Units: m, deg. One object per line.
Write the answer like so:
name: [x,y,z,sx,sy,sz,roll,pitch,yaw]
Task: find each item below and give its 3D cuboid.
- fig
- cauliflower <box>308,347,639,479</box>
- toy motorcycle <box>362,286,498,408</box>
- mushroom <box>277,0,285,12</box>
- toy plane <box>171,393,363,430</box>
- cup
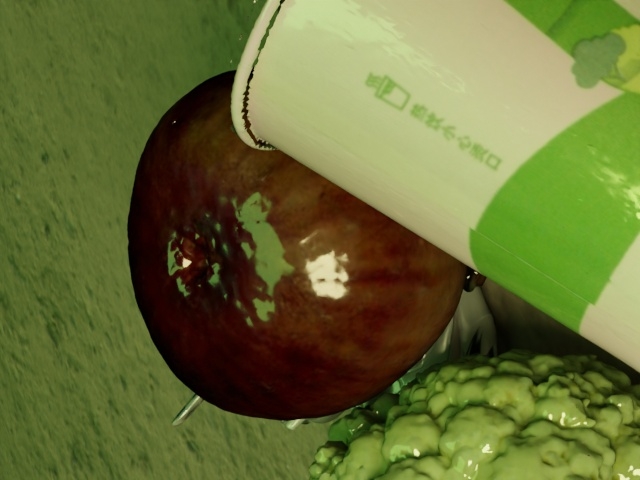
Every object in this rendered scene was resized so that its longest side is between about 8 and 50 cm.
fig: [-0.015,0.002,1.196,0.235,0.214,0.235,8,113,19]
cauliflower: [0.107,0.209,1.134,0.327,0.260,0.281,-159,66,-67]
toy motorcycle: [0.080,0.083,1.310,0.112,0.112,0.254,-20,81,58]
mushroom: [0.003,-0.217,1.295,0.159,0.122,0.329,107,140,-63]
toy plane: [-0.039,0.116,1.473,0.107,0.182,0.273,44,148,-5]
cup: [0.128,-0.076,0.988,0.274,0.253,0.253,40,136,14]
